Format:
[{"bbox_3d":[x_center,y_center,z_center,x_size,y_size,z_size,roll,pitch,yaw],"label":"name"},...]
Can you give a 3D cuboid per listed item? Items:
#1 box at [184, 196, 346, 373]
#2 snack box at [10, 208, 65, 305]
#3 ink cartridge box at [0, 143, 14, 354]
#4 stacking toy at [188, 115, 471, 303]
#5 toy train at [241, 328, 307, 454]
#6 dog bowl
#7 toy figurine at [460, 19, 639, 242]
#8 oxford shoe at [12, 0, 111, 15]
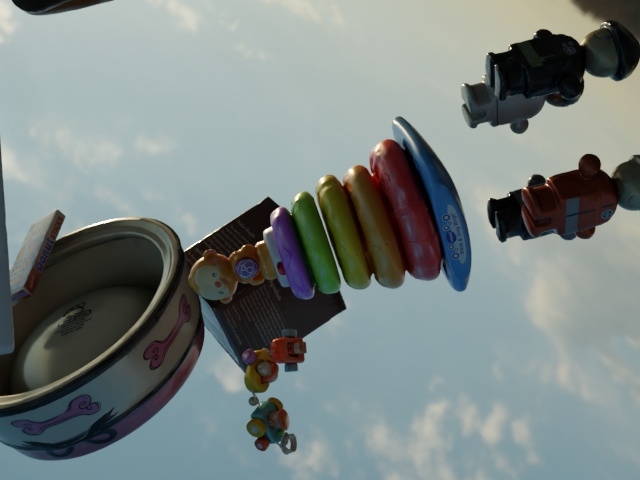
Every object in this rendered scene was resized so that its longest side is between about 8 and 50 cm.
[{"bbox_3d":[-0.100,0.072,1.750,0.168,0.203,0.167,42,160,48],"label":"box"},{"bbox_3d":[-0.445,0.027,1.656,0.022,0.064,0.178,47,-147,-30],"label":"snack box"},{"bbox_3d":[-0.440,-0.024,0.924,0.324,0.330,0.071,-9,-154,-27],"label":"ink cartridge box"},{"bbox_3d":[0.000,0.000,1.170,0.166,0.302,0.175,-111,3,-62],"label":"stacking toy"},{"bbox_3d":[-0.047,0.193,1.403,0.125,0.046,0.166,17,-113,-51],"label":"toy train"},{"bbox_3d":[-0.354,0.150,1.593,0.150,0.408,0.408,62,-175,-32],"label":"dog bowl"},{"bbox_3d":[0.247,-0.104,1.099,0.209,0.148,0.213,125,131,-83],"label":"toy figurine"},{"bbox_3d":[-0.290,-0.338,1.388,0.076,0.212,0.076,141,116,-87],"label":"oxford shoe"}]
